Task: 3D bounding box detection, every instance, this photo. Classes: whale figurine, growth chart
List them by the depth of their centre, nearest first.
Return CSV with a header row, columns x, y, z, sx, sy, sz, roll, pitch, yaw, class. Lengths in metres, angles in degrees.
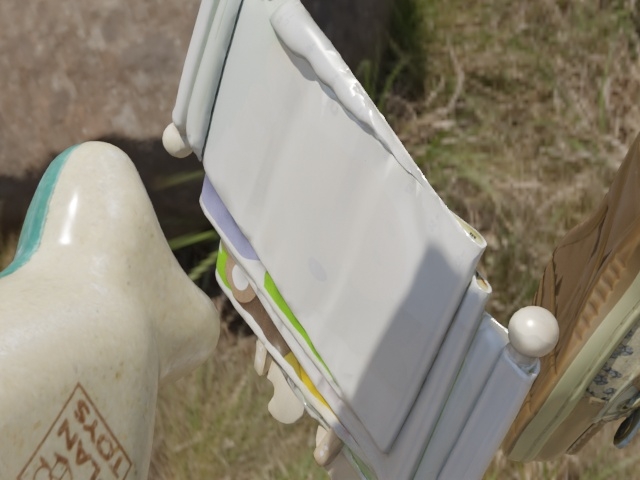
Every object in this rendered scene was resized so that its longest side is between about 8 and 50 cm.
x,y,z,sx,sy,sz,roll,pitch,yaw,class
-0.138,0.084,0.468,0.141,0.216,0.272,-4,39,34,whale figurine
0.000,0.000,0.526,0.021,0.172,0.237,-14,60,-31,growth chart

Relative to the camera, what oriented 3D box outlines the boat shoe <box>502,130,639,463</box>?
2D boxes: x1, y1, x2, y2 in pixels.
x,y,z,sx,sy,sz,roll,pitch,yaw,class
0.165,0.026,0.670,0.089,0.285,0.105,19,49,-5,boat shoe
